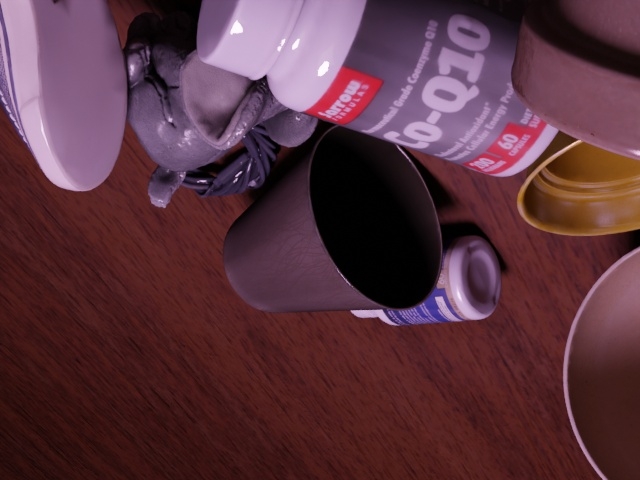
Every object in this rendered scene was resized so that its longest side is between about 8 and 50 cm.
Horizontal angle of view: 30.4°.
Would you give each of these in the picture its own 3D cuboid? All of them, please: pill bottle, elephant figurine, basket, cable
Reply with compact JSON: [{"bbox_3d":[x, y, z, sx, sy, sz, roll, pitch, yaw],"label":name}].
[{"bbox_3d":[0.112,0.048,1.343,0.169,0.094,0.094,-8,135,39],"label":"pill bottle"},{"bbox_3d":[-0.074,-0.152,1.113,0.239,0.169,0.186,2,135,36],"label":"elephant figurine"},{"bbox_3d":[0.054,-0.165,0.959,0.283,0.161,0.161,16,150,-20],"label":"pill bottle"},{"bbox_3d":[0.000,0.000,1.295,0.227,0.154,0.204,-24,90,55],"label":"basket"},{"bbox_3d":[-0.120,-0.112,1.323,0.150,0.047,0.184,18,144,1],"label":"cable"}]

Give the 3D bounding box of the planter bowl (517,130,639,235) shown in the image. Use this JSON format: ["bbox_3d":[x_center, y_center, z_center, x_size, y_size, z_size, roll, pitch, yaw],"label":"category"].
[{"bbox_3d":[0.269,-0.092,1.024,0.217,0.090,0.217,-7,155,-3],"label":"planter bowl"}]

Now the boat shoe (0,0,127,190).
[{"bbox_3d":[-0.286,-0.210,1.058,0.158,0.127,0.340,7,118,31],"label":"boat shoe"}]

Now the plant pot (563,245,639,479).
[{"bbox_3d":[0.407,0.137,1.166,0.284,0.284,0.191,1,175,31],"label":"plant pot"}]

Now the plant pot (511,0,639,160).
[{"bbox_3d":[0.270,-0.197,0.787,0.263,0.263,0.229,12,120,18],"label":"plant pot"}]
